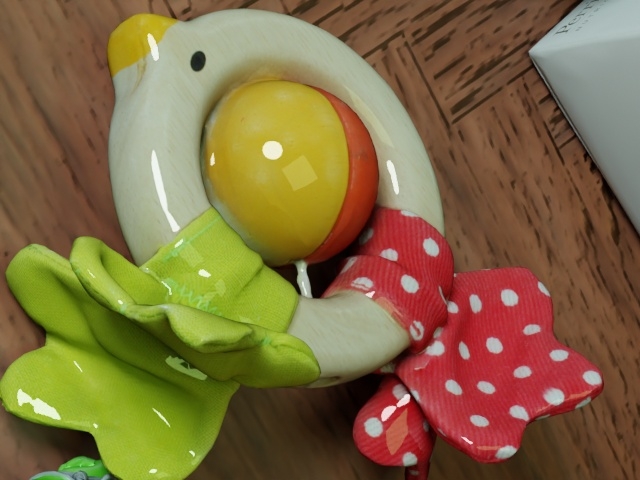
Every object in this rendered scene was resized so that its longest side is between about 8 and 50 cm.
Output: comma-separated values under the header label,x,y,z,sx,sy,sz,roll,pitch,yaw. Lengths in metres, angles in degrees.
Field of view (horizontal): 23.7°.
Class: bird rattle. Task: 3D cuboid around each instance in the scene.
label,x,y,z,sx,sy,sz,roll,pitch,yaw
bird rattle,0.000,0.000,0.632,0.253,0.143,0.207,-1,74,-32

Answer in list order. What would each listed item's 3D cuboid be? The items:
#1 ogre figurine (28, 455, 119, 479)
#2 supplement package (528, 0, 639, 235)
label,x,y,z,sx,sy,sz,roll,pitch,yaw
ogre figurine,-0.130,0.172,0.560,0.197,0.097,0.118,-55,157,-6
supplement package,0.274,-0.080,0.684,0.177,0.293,0.175,-43,110,-23
